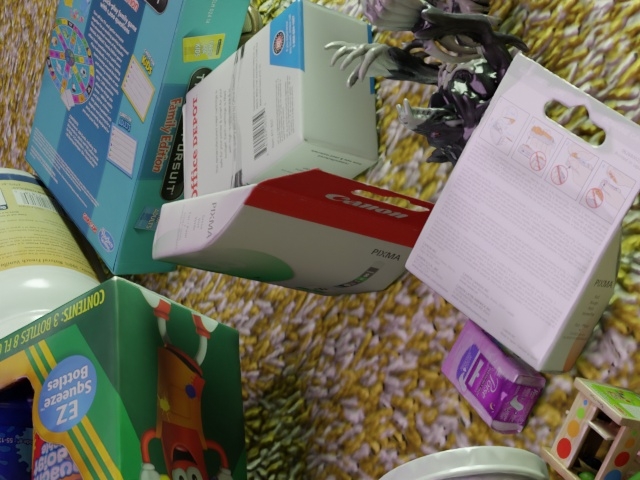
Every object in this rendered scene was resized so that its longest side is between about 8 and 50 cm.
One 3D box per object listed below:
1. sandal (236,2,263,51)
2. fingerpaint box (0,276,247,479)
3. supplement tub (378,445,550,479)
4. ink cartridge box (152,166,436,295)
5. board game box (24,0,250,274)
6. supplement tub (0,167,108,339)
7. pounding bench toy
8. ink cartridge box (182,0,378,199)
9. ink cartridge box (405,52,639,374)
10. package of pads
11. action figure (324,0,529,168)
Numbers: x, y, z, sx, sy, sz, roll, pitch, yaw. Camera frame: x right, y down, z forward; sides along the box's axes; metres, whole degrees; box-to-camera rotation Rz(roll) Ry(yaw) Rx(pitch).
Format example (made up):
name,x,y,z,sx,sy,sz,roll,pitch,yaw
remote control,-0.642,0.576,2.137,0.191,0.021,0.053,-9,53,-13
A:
name,x,y,z,sx,sy,sz,roll,pitch,yaw
sandal,-0.126,-0.232,1.557,0.219,0.060,0.090,11,99,46
fingerpaint box,-0.272,0.292,1.237,0.445,0.163,0.371,-27,53,31
supplement tub,0.105,0.246,0.920,0.144,0.144,0.199,-42,45,42
ink cartridge box,0.000,0.000,1.149,0.225,0.181,0.056,-6,74,55
board game box,-0.200,-0.172,1.537,0.254,0.079,0.336,46,127,43
supplement tub,-0.336,0.087,1.591,0.228,0.228,0.316,-62,34,21
pounding bench toy,0.189,0.138,0.919,0.083,0.052,0.065,44,115,54
ink cartridge box,-0.041,-0.105,1.343,0.203,0.086,0.148,-32,53,49
ink cartridge box,0.153,-0.019,1.017,0.145,0.045,0.179,39,107,37
package of pads,0.124,0.098,1.056,0.083,0.032,0.050,50,123,52
action figure,0.080,-0.160,1.118,0.164,0.141,0.275,131,136,-63
